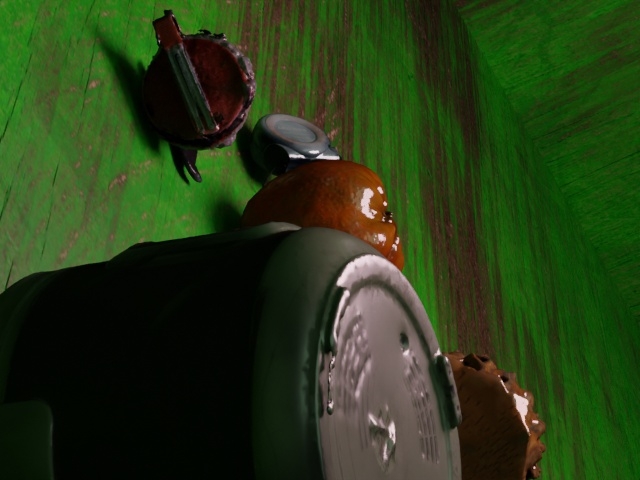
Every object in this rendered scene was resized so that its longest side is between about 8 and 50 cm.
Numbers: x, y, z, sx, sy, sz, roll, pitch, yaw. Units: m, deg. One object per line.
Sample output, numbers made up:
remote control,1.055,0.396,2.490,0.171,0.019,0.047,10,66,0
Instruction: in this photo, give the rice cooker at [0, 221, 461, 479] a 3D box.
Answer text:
rice cooker,-0.088,0.157,1.398,0.335,0.325,0.335,-9,90,-67

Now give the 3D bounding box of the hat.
hat,-0.131,-0.150,2.115,0.140,0.129,0.227,46,-5,10

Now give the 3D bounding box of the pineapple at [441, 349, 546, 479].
pineapple,0.149,0.243,2.241,0.357,0.223,0.223,59,10,-79

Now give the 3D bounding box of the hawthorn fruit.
hawthorn fruit,0.000,0.000,2.142,0.189,0.189,0.189,55,20,-31

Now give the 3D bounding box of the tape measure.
tape measure,-0.040,-0.063,2.347,0.107,0.104,0.180,-129,-146,-47
